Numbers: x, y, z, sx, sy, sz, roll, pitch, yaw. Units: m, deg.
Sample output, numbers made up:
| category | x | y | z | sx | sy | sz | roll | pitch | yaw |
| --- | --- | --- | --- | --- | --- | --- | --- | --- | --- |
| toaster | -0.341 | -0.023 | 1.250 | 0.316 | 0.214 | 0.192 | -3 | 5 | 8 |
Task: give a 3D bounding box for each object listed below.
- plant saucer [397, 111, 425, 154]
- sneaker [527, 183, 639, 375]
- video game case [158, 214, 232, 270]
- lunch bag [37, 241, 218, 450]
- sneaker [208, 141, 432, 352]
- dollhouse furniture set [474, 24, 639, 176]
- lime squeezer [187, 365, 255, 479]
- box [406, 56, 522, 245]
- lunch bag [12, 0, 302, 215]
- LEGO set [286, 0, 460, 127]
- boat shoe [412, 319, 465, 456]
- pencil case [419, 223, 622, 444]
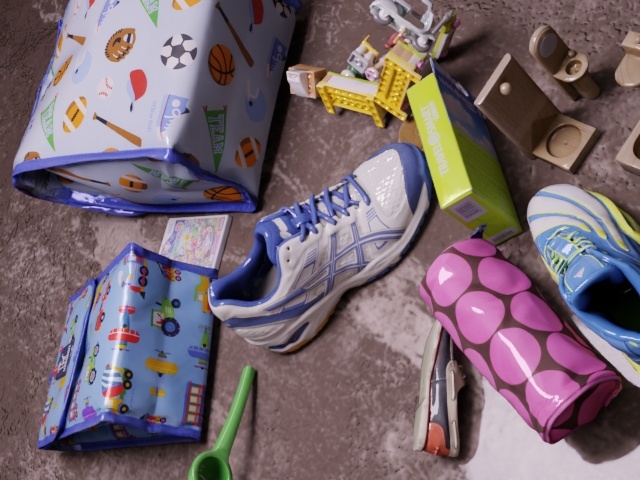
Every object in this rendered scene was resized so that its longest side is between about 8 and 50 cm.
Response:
| category | x | y | z | sx | sy | sz | roll | pitch | yaw |
| --- | --- | --- | --- | --- | --- | --- | --- | --- | --- |
| plant saucer | 0.120 | -0.127 | 1.004 | 0.083 | 0.015 | 0.083 | -19 | 57 | 33 |
| sneaker | 0.241 | 0.016 | 0.747 | 0.091 | 0.126 | 0.240 | -45 | 47 | 14 |
| video game case | -0.177 | 0.008 | 1.192 | 0.122 | 0.011 | 0.087 | -2 | 68 | 40 |
| lunch bag | -0.277 | 0.158 | 1.142 | 0.293 | 0.138 | 0.221 | -23 | 55 | 46 |
| sneaker | 0.000 | 0.000 | 0.962 | 0.296 | 0.131 | 0.112 | -50 | 44 | 7 |
| dollhouse furniture set | 0.264 | -0.138 | 0.809 | 0.151 | 0.123 | 0.144 | 35 | 93 | 45 |
| lime squeezer | -0.142 | 0.283 | 0.960 | 0.310 | 0.059 | 0.110 | -55 | 10 | -12 |
| box | 0.146 | -0.093 | 0.897 | 0.042 | 0.109 | 0.178 | -30 | 52 | 27 |
| lunch bag | -0.249 | -0.212 | 1.213 | 0.385 | 0.239 | 0.327 | 0 | 70 | 33 |
| LEGO set | 0.074 | -0.218 | 1.035 | 0.107 | 0.132 | 0.287 | -51 | 13 | -20 |
| boat shoe | 0.120 | 0.143 | 0.848 | 0.043 | 0.049 | 0.137 | 10 | 67 | -1 |
| pencil case | 0.183 | 0.084 | 0.794 | 0.209 | 0.098 | 0.095 | 56 | 142 | 40 |
